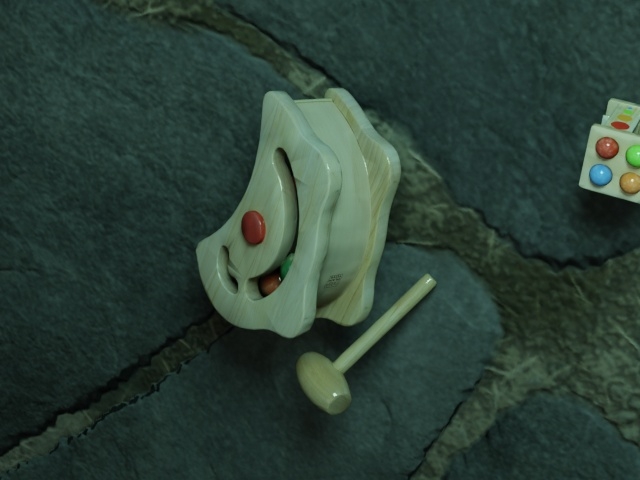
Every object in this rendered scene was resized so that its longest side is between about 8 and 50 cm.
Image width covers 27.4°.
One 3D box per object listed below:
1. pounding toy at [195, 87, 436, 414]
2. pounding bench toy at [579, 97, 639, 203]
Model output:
[{"bbox_3d":[0.000,0.000,1.131,0.154,0.155,0.269,35,122,42],"label":"pounding toy"},{"bbox_3d":[0.242,-0.061,0.971,0.083,0.065,0.052,17,123,18],"label":"pounding bench toy"}]
